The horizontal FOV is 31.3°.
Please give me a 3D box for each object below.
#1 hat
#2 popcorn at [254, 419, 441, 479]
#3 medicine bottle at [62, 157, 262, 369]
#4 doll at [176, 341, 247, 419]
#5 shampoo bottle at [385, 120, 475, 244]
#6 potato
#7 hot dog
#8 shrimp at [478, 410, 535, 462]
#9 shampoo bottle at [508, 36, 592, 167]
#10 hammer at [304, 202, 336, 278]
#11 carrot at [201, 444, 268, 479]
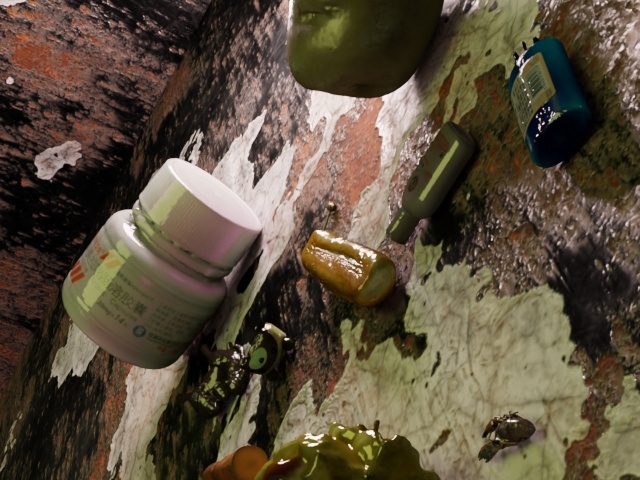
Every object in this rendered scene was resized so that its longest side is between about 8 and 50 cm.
[{"bbox_3d":[-0.077,0.166,1.702,0.077,0.059,0.076,-63,4,-7],"label":"hat"},{"bbox_3d":[0.031,0.287,1.167,0.189,0.218,0.169,-55,-27,-15],"label":"popcorn"},{"bbox_3d":[-0.280,0.041,2.050,0.325,0.256,0.256,-51,24,13],"label":"medicine bottle"},{"bbox_3d":[-0.164,0.228,1.854,0.139,0.057,0.165,-64,25,-1],"label":"doll"},{"bbox_3d":[0.137,-0.070,1.455,0.165,0.040,0.080,-58,24,19],"label":"shampoo bottle"},{"bbox_3d":[0.069,-0.366,1.684,0.243,0.221,0.326,162,119,-77],"label":"potato"},{"bbox_3d":[0.037,0.036,1.555,0.088,0.061,0.286,-61,20,4],"label":"hot dog"},{"bbox_3d":[0.177,0.185,1.103,0.092,0.029,0.038,-47,28,49],"label":"shrimp"},{"bbox_3d":[0.249,-0.163,1.268,0.087,0.050,0.183,-57,22,33],"label":"shampoo bottle"},{"bbox_3d":[0.000,0.000,1.756,0.029,0.014,0.123,172,118,-76],"label":"hammer"},{"bbox_3d":[-0.137,0.341,1.684,0.224,0.057,0.057,-36,35,63],"label":"carrot"}]
